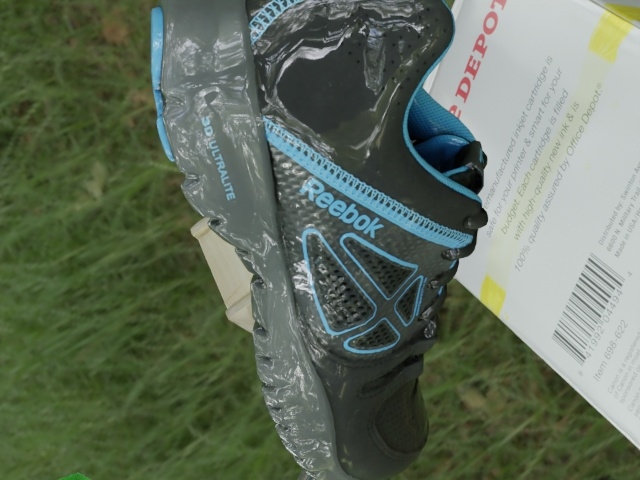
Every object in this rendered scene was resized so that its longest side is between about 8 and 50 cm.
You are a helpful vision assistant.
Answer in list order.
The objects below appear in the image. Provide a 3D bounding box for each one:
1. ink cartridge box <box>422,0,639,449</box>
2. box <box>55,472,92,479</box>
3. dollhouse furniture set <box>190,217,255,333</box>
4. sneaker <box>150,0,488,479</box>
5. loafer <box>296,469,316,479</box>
[{"bbox_3d":[0.255,-0.047,0.992,0.385,0.160,0.279,46,126,42],"label":"ink cartridge box"},{"bbox_3d":[-0.346,0.419,1.335,0.126,0.262,0.231,20,107,32],"label":"box"},{"bbox_3d":[0.000,0.000,1.128,0.129,0.183,0.129,37,-162,-45],"label":"dollhouse furniture set"},{"bbox_3d":[0.027,0.014,0.607,0.341,0.139,0.125,71,-172,-45],"label":"sneaker"},{"bbox_3d":[-0.013,0.274,1.036,0.096,0.267,0.084,25,154,2],"label":"loafer"}]
